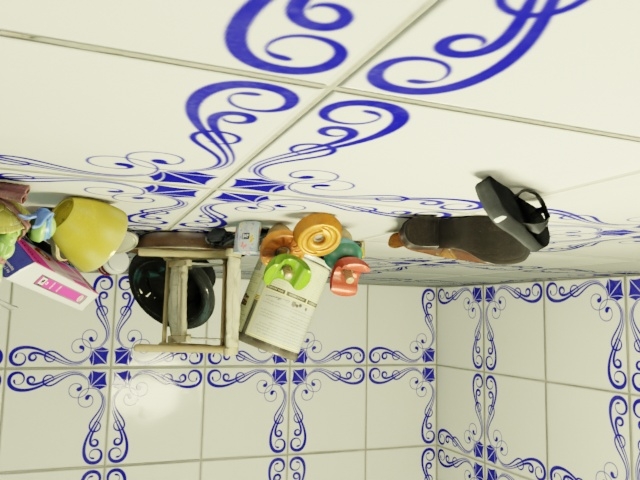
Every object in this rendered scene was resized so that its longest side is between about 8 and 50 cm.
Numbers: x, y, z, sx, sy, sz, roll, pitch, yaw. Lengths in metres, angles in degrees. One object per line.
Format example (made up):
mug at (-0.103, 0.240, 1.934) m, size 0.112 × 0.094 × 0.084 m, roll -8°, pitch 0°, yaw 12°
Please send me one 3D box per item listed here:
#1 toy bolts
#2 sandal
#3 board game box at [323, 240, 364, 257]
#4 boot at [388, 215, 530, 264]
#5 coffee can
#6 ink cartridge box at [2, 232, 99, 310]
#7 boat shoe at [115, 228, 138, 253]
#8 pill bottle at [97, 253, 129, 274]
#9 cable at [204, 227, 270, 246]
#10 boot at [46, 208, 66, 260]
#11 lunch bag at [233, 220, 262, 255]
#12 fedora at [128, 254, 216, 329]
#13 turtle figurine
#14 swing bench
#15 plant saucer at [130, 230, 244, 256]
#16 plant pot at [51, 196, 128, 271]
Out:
toy bolts at (0.000, 0.000, 1.348) m, size 0.228 × 0.159 × 0.218 m, roll 15°, pitch 127°, yaw -25°
sandal at (0.312, -0.041, 0.945) m, size 0.054 × 0.097 × 0.254 m, roll -32°, pitch 158°, yaw 25°
board game box at (0.046, 0.033, 1.747) m, size 0.140 × 0.048 × 0.170 m, roll 0°, pitch 173°, yaw -3°
boot at (0.288, 0.013, 1.347) m, size 0.263 × 0.096 × 0.280 m, roll 1°, pitch 174°, yaw 2°
coffee can at (-0.108, 0.162, 1.686) m, size 0.201 × 0.276 × 0.201 m, roll 21°, pitch 172°, yaw 3°
ink cartridge box at (-0.618, 0.037, 1.304) m, size 0.175 × 0.069 × 0.371 m, roll 43°, pitch 173°, yaw 17°
boat shoe at (-0.542, -0.009, 1.551) m, size 0.205 × 0.075 × 0.065 m, roll -6°, pitch -146°, yaw 16°
pill bottle at (-0.684, 0.072, 2.048) m, size 0.086 × 0.086 × 0.152 m, roll 5°, pitch 171°, yaw -31°
cable at (-0.180, -0.002, 1.505) m, size 0.184 × 0.047 × 0.150 m, roll -6°, pitch 170°, yaw 42°
boot at (-0.501, -0.007, 1.320) m, size 0.136 × 0.077 × 0.198 m, roll -2°, pitch 163°, yaw -12°
lunch bag at (-0.160, -0.006, 1.371) m, size 0.053 × 0.071 × 0.083 m, roll 9°, pitch 172°, yaw -28°
fedora at (-0.470, 0.137, 2.070) m, size 0.333 × 0.334 × 0.152 m, roll -2°, pitch -157°, yaw 27°
turtle figurine at (-0.593, 0.002, 1.007) m, size 0.266 × 0.198 × 0.274 m, roll 12°, pitch 164°, yaw -39°
swing bench at (-0.311, 0.152, 1.549) m, size 0.254 × 0.254 × 0.165 m, roll 0°, pitch 173°, yaw 11°
plant saucer at (-0.355, 0.014, 1.663) m, size 0.310 × 0.050 × 0.310 m, roll 2°, pitch 173°, yaw 0°
plant pot at (-0.432, -0.024, 1.120) m, size 0.134 × 0.134 × 0.095 m, roll -4°, pitch 148°, yaw 36°
